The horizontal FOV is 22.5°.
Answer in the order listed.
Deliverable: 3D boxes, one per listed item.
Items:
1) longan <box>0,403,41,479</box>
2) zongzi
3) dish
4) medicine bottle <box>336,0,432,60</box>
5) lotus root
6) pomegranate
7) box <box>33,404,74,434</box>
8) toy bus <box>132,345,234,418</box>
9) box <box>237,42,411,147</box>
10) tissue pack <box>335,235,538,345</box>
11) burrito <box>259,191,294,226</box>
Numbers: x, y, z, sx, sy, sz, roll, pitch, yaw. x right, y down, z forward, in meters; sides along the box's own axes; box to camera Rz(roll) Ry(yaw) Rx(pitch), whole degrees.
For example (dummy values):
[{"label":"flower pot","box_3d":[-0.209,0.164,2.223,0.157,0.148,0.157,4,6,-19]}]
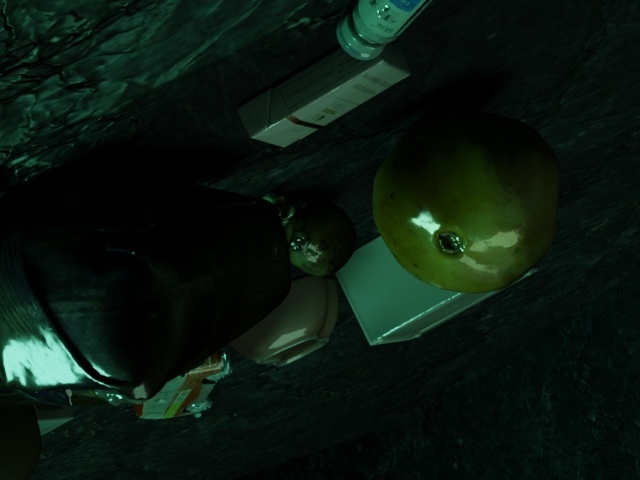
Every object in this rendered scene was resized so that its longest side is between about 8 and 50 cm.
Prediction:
[{"label":"longan","box_3d":[-0.447,0.231,1.844,0.248,0.248,0.248,-23,167,-6]},{"label":"zongzi","box_3d":[-0.275,0.055,1.630,0.432,0.208,0.403,-8,-174,23]},{"label":"dish","box_3d":[-0.056,0.135,2.433,0.213,0.090,0.213,-24,167,-6]},{"label":"medicine bottle","box_3d":[0.076,-0.219,1.370,0.051,0.051,0.191,-15,165,-34]},{"label":"lotus root","box_3d":[0.000,0.000,1.981,0.080,0.089,0.179,16,-173,10]},{"label":"pomegranate","box_3d":[0.166,-0.046,1.847,0.233,0.233,0.233,-23,167,-6]},{"label":"box","box_3d":[-0.469,0.253,2.213,0.155,0.067,0.243,-31,166,19]},{"label":"toy bus","box_3d":[-0.205,0.173,2.280,0.119,0.121,0.265,-10,163,-19]},{"label":"box","box_3d":[0.005,-0.144,1.561,0.154,0.040,0.084,-28,169,19]},{"label":"tissue pack","box_3d":[0.170,0.040,2.369,0.246,0.136,0.159,-30,165,27]},{"label":"burrito","box_3d":[-0.063,-0.027,1.889,0.074,0.044,0.118,-27,171,-24]}]
